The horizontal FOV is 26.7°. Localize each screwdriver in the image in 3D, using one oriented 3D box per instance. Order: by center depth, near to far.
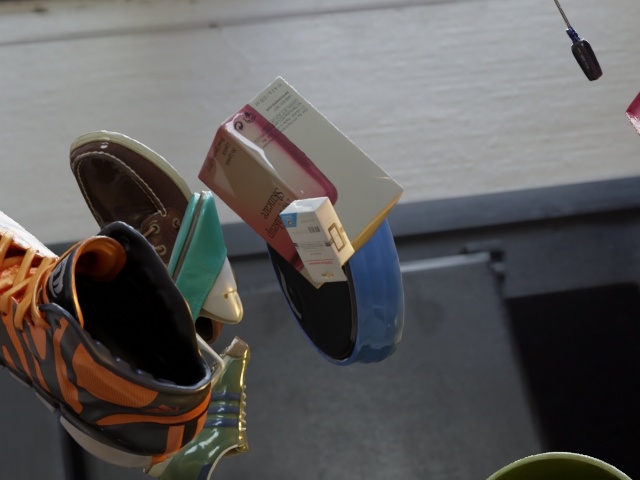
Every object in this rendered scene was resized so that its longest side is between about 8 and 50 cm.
[{"bbox_3d":[0.292,-0.267,1.623,0.170,0.024,0.025,61,-32,7],"label":"screwdriver"}]

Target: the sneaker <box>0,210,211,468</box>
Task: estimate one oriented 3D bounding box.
[{"bbox_3d":[-0.203,0.022,0.946,0.124,0.321,0.180,-57,180,-32],"label":"sneaker"}]

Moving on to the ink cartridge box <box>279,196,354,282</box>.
[{"bbox_3d":[0.000,0.000,1.350,0.048,0.028,0.083,-4,-60,42],"label":"ink cartridge box"}]

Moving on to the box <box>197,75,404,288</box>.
[{"bbox_3d":[-0.030,-0.076,1.802,0.232,0.127,0.148,43,-30,6],"label":"box"}]

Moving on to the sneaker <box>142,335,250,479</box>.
[{"bbox_3d":[-0.113,0.204,1.496,0.192,0.086,0.064,-57,-174,-32],"label":"sneaker"}]

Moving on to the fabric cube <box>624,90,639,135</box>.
[{"bbox_3d":[0.508,-0.134,1.364,0.259,0.258,0.254,-57,-169,20],"label":"fabric cube"}]

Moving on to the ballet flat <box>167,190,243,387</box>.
[{"bbox_3d":[-0.120,0.080,1.233,0.083,0.087,0.247,-137,-112,-84],"label":"ballet flat"}]

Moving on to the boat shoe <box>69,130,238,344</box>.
[{"bbox_3d":[-0.223,0.005,1.794,0.123,0.123,0.342,-81,149,-48],"label":"boat shoe"}]

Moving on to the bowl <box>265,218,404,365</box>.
[{"bbox_3d":[0.007,0.015,2.145,0.391,0.077,0.391,51,-29,44],"label":"bowl"}]

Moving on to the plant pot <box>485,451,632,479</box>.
[{"bbox_3d":[0.327,0.410,1.564,0.293,0.275,0.274,31,38,-51],"label":"plant pot"}]
